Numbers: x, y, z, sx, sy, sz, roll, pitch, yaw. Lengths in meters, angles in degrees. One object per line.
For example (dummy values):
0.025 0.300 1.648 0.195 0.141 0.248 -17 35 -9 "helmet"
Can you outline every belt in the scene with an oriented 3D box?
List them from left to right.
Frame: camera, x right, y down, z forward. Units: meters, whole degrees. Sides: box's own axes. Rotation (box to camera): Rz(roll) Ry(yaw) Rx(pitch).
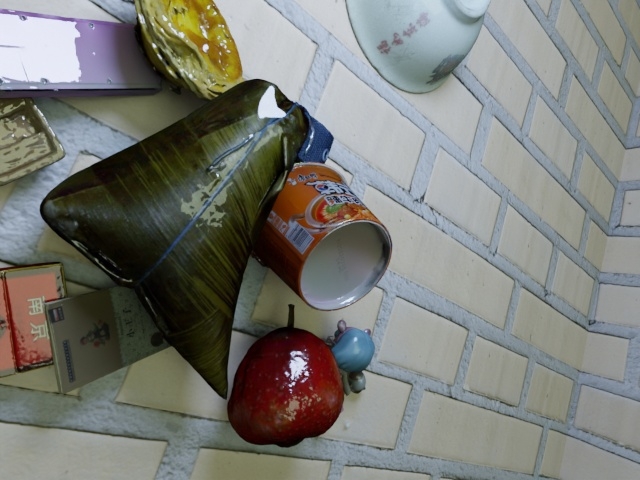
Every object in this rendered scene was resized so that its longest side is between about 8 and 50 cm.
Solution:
-0.080 -0.194 0.828 0.218 0.122 0.128 29 78 -33 "belt"

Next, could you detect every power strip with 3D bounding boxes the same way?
-0.366 -0.276 0.630 0.279 0.038 0.109 -26 106 -50 "power strip"

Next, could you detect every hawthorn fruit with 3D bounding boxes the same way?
-0.059 0.256 0.811 0.210 0.230 0.265 9 61 -1 "hawthorn fruit"

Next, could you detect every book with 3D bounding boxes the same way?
-0.331 0.142 0.679 0.199 0.016 0.138 -16 102 -58 "book"

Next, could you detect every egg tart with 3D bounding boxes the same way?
-0.226 -0.336 0.707 0.241 0.106 0.241 45 35 -45 "egg tart"

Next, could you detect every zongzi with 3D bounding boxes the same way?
-0.132 0.000 0.691 0.403 0.208 0.432 -35 105 -9 "zongzi"

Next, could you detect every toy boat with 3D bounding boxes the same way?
-0.469 -0.177 0.591 0.116 0.061 0.188 -37 112 -27 "toy boat"

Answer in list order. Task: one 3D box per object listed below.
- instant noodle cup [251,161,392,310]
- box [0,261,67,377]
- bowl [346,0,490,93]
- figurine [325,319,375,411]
0.000 0.000 0.793 0.251 0.192 0.250 -17 128 -23 "instant noodle cup"
-0.489 0.120 0.581 0.240 0.074 0.153 -8 92 -36 "box"
0.286 -0.607 1.030 0.435 0.196 0.434 -1 92 -34 "bowl"
0.053 0.321 0.950 0.205 0.103 0.260 28 86 -31 "figurine"
